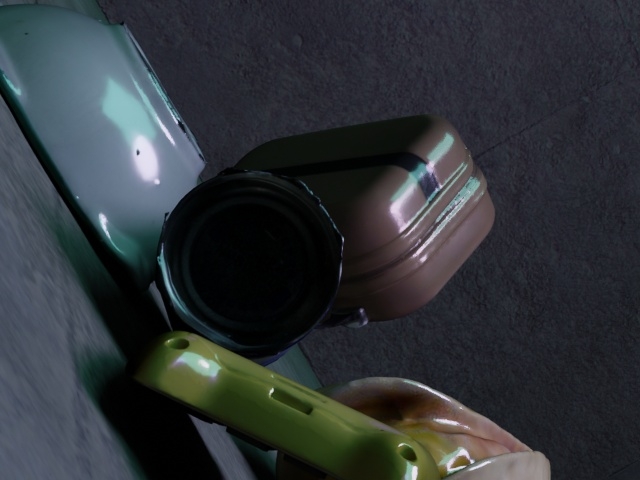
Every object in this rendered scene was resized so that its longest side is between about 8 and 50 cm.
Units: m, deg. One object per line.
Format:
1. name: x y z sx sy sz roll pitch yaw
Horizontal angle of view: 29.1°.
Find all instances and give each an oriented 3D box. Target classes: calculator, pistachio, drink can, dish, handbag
1. calculator: -0.015 0.090 0.594 0.157 0.033 0.236 24 -11 4
2. pistachio: 0.079 0.195 0.914 0.187 0.187 0.299 60 3 31
3. drink can: -0.045 0.026 0.715 0.097 0.097 0.235 60 -10 4
4. dish: -0.125 -0.067 0.784 0.224 0.078 0.246 59 -2 27
5. handbag: 0.000 0.000 1.277 0.302 0.283 0.149 -2 -53 40
